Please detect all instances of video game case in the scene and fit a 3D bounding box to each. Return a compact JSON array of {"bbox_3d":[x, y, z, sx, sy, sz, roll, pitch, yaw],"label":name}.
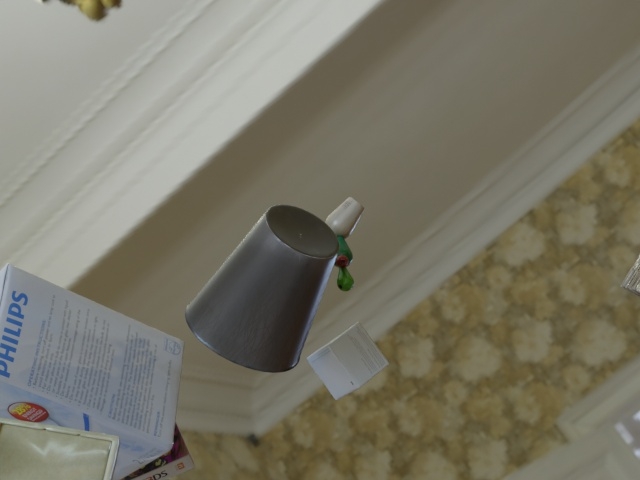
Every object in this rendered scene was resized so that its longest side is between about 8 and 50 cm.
[{"bbox_3d":[-0.396,0.401,2.241,0.210,0.232,0.042,-22,11,-8],"label":"video game case"}]

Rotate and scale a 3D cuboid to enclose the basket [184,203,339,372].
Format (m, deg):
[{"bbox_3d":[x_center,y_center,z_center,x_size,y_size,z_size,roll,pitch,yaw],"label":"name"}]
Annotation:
[{"bbox_3d":[-0.078,0.068,1.724,0.204,0.154,0.227,23,-60,-11],"label":"basket"}]

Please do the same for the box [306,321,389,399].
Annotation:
[{"bbox_3d":[0.050,0.225,2.044,0.087,0.102,0.101,-35,-3,-33],"label":"box"}]

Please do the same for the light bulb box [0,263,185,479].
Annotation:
[{"bbox_3d":[-0.493,0.271,1.938,0.361,0.225,0.358,28,-45,-30],"label":"light bulb box"}]

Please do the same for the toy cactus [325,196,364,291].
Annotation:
[{"bbox_3d":[0.000,0.000,1.878,0.112,0.219,0.180,39,-93,-34],"label":"toy cactus"}]

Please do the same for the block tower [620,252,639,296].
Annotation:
[{"bbox_3d":[0.491,0.055,1.477,0.091,0.097,0.335,-59,-4,4],"label":"block tower"}]

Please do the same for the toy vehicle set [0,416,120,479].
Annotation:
[{"bbox_3d":[-0.369,0.370,1.413,0.165,0.267,0.035,11,-27,-3],"label":"toy vehicle set"}]
